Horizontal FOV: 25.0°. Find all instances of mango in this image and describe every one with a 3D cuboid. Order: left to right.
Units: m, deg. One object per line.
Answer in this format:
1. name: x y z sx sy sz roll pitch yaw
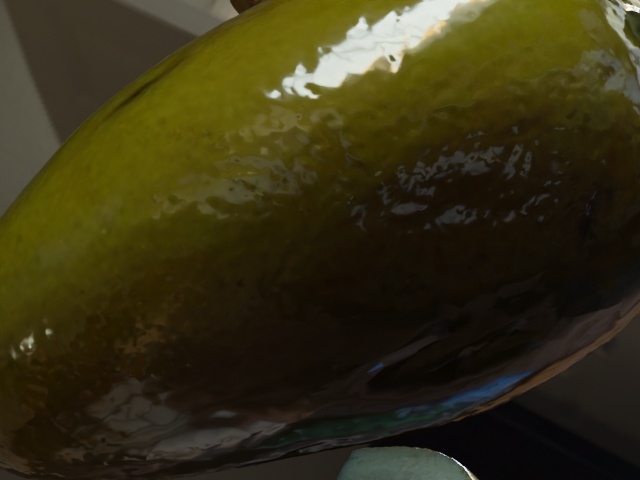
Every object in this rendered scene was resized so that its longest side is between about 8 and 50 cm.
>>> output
1. mango: 0.000 0.000 0.798 0.445 0.221 0.301 -24 -34 0

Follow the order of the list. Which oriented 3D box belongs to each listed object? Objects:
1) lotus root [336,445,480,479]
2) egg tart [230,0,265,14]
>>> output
1. lotus root: 0.097 0.345 1.485 0.260 0.149 0.267 -15 34 47
2. egg tart: 0.037 -0.313 1.424 0.132 0.297 0.297 11 -73 -50
